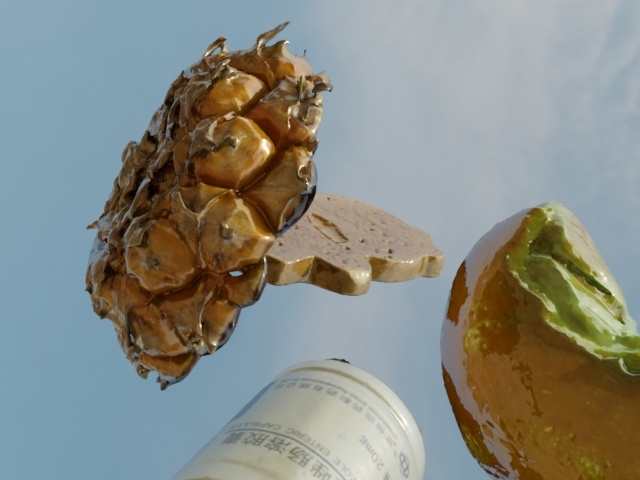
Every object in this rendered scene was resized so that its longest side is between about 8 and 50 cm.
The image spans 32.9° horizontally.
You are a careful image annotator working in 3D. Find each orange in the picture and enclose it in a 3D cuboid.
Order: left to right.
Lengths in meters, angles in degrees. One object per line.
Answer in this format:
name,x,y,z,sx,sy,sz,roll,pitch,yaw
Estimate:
orange,0.166,0.093,0.634,0.237,0.179,0.158,40,-93,20

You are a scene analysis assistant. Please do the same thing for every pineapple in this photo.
pineapple,-0.072,-0.025,0.592,0.225,0.076,0.224,-49,-154,33

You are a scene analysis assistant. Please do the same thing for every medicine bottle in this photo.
medicine bottle,-0.050,0.264,0.980,0.190,0.332,0.189,12,-62,24

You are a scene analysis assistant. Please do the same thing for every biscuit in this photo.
biscuit,0.000,0.000,0.912,0.166,0.226,0.036,37,-62,39
